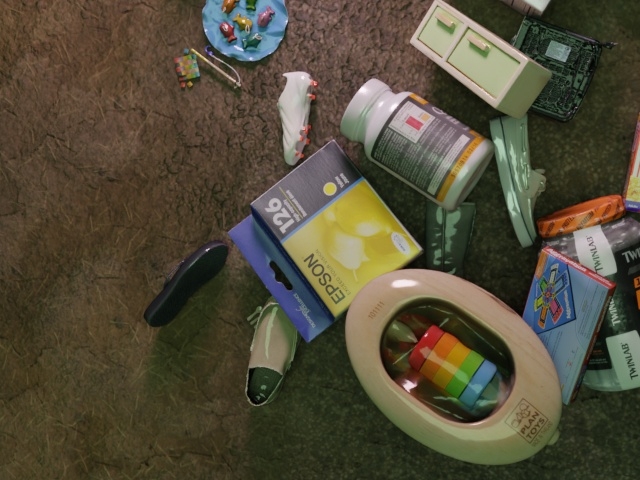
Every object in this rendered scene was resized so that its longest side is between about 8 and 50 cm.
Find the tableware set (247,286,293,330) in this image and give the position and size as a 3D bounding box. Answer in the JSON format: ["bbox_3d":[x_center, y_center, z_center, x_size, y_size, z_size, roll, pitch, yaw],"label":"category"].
[{"bbox_3d":[-0.084,0.168,1.684,0.154,0.024,0.104,-40,89,12],"label":"tableware set"}]

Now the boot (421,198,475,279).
[{"bbox_3d":[0.224,0.017,1.581,0.189,0.076,0.208,-1,103,-2],"label":"boot"}]

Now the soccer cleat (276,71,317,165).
[{"bbox_3d":[-0.059,-0.257,1.608,0.076,0.068,0.196,10,92,14],"label":"soccer cleat"}]

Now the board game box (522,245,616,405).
[{"bbox_3d":[0.445,0.163,1.426,0.145,0.027,0.281,35,133,37],"label":"board game box"}]

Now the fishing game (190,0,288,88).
[{"bbox_3d":[-0.162,-0.473,1.610,0.189,0.041,0.264,41,102,1],"label":"fishing game"}]

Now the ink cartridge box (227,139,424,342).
[{"bbox_3d":[0.000,0.000,1.574,0.307,0.072,0.303,-38,77,3],"label":"ink cartridge box"}]

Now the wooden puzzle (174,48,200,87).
[{"bbox_3d":[-0.289,-0.376,1.663,0.049,0.006,0.083,-11,95,12],"label":"wooden puzzle"}]

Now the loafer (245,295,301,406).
[{"bbox_3d":[-0.101,0.246,1.647,0.102,0.092,0.268,12,106,2],"label":"loafer"}]

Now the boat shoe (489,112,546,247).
[{"bbox_3d":[0.406,-0.122,1.523,0.088,0.096,0.267,-13,86,17],"label":"boat shoe"}]

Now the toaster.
[{"bbox_3d":[0.443,-0.325,1.477,0.185,0.110,0.168,22,101,8],"label":"toaster"}]

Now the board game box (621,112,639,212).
[{"bbox_3d":[0.680,-0.143,1.489,0.146,0.045,0.193,9,99,9],"label":"board game box"}]

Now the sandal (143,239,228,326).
[{"bbox_3d":[-0.307,0.087,1.686,0.254,0.097,0.054,-45,61,12],"label":"sandal"}]

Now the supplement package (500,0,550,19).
[{"bbox_3d":[0.353,-0.543,1.454,0.244,0.134,0.139,35,102,5],"label":"supplement package"}]

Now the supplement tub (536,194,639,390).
[{"bbox_3d":[0.545,0.097,1.463,0.207,0.207,0.338,-19,94,12],"label":"supplement tub"}]

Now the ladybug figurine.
[{"bbox_3d":[0.251,0.242,1.457,0.449,0.162,0.305,39,84,16],"label":"ladybug figurine"}]

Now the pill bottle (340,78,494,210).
[{"bbox_3d":[0.188,-0.194,1.509,0.278,0.162,0.162,35,102,13],"label":"pill bottle"}]

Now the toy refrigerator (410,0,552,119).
[{"bbox_3d":[0.292,-0.345,1.434,0.102,0.094,0.269,-57,48,22],"label":"toy refrigerator"}]
